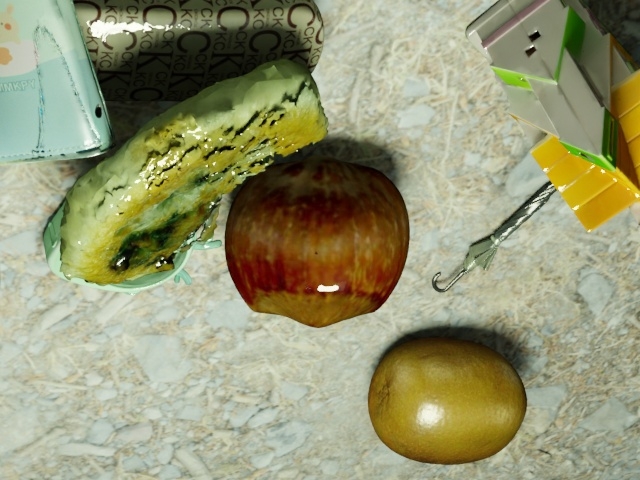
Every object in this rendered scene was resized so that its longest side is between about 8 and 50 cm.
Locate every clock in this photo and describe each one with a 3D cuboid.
[{"bbox_3d":[0.336,-0.142,1.789,0.166,0.309,0.235,-36,135,18],"label":"clock"},{"bbox_3d":[-0.232,-0.001,1.897,0.211,0.066,0.159,21,123,-36],"label":"clock"}]

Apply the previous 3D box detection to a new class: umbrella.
[{"bbox_3d":[0.262,-0.007,2.093,0.269,0.044,0.044,-41,163,22],"label":"umbrella"}]

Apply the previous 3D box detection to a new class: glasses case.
[{"bbox_3d":[-0.170,-0.222,1.683,0.355,0.085,0.137,-2,138,-16],"label":"glasses case"}]

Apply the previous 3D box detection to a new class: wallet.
[{"bbox_3d":[-0.325,-0.203,1.565,0.176,0.075,0.250,-3,116,22],"label":"wallet"}]

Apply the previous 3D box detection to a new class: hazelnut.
[{"bbox_3d":[0.000,0.000,1.886,0.234,0.218,0.218,-1,133,-19],"label":"hazelnut"}]

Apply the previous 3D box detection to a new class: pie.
[{"bbox_3d":[-0.152,-0.068,1.690,0.371,0.078,0.296,-44,161,27],"label":"pie"}]

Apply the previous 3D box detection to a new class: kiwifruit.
[{"bbox_3d":[0.191,0.236,2.202,0.234,0.196,0.196,3,132,-29],"label":"kiwifruit"}]
